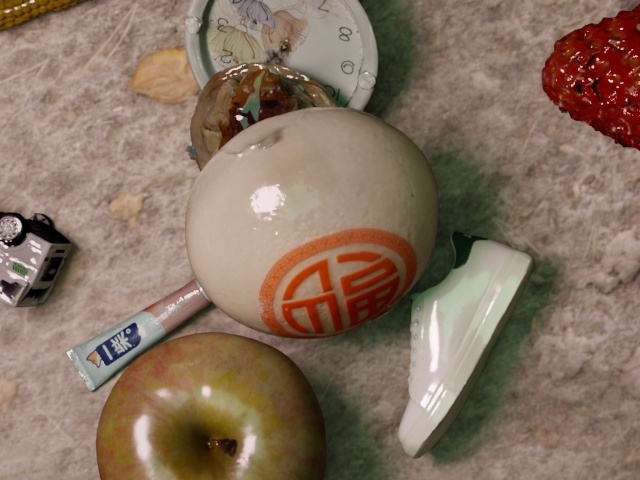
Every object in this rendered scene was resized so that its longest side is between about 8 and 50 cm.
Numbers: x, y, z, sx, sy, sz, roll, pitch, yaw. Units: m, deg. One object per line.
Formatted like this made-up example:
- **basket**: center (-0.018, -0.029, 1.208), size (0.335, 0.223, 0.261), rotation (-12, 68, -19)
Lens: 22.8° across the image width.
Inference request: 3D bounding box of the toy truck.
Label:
- **toy truck**: center (-0.421, -0.007, 1.856), size (0.242, 0.101, 0.125), rotation (27, 93, 10)

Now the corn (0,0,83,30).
- **corn**: center (-0.312, -0.327, 1.865), size (0.318, 0.115, 0.115), rotation (-17, 84, 4)

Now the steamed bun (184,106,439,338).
- **steamed bun**: center (0.000, 0.000, 1.713), size (0.283, 0.283, 0.177), rotation (-25, 52, 4)

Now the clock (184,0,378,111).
- **clock**: center (-0.040, -0.225, 1.821), size (0.236, 0.053, 0.236), rotation (10, 122, 16)

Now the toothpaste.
- **toothpaste**: center (-0.201, 0.101, 1.857), size (0.205, 0.036, 0.056), rotation (-33, 82, 7)

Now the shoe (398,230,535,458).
- **shoe**: center (0.138, 0.112, 1.795), size (0.110, 0.095, 0.265), rotation (30, 84, 13)

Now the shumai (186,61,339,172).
- **shumai**: center (-0.067, -0.105, 1.787), size (0.201, 0.120, 0.201), rotation (6, 110, 17)

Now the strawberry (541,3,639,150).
- **strawberry**: center (0.368, -0.188, 1.779), size (0.236, 0.111, 0.190), rotation (3, 88, 7)

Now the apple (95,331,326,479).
- **apple**: center (-0.119, 0.228, 1.731), size (0.257, 0.234, 0.257), rotation (1, 81, -6)
